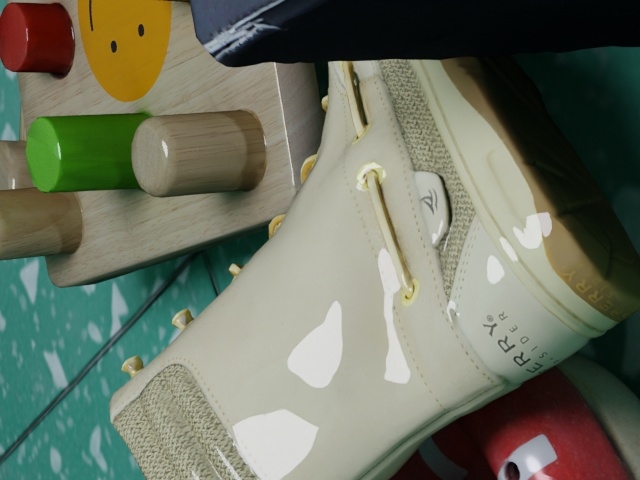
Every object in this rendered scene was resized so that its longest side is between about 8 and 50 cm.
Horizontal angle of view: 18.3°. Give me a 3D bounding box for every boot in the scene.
[{"bbox_3d":[0.000,0.000,0.789,0.203,0.095,0.262,-43,39,16],"label":"boot"}]

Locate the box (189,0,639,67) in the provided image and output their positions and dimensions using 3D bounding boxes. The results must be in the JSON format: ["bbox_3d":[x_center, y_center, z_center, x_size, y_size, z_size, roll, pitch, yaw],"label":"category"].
[{"bbox_3d":[0.084,-0.285,0.616,0.293,0.212,0.395,-23,75,56],"label":"box"}]

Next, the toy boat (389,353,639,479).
[{"bbox_3d":[0.046,0.145,0.790,0.151,0.151,0.231,60,140,30],"label":"toy boat"}]

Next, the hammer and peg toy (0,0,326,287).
[{"bbox_3d":[-0.120,-0.114,1.017,0.361,0.127,0.266,-15,82,56],"label":"hammer and peg toy"}]
